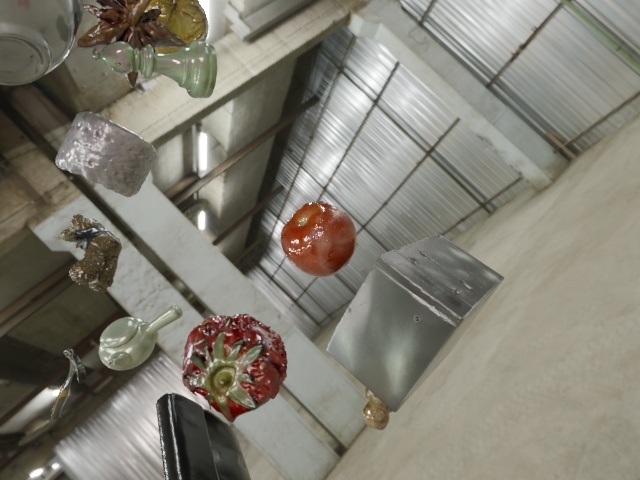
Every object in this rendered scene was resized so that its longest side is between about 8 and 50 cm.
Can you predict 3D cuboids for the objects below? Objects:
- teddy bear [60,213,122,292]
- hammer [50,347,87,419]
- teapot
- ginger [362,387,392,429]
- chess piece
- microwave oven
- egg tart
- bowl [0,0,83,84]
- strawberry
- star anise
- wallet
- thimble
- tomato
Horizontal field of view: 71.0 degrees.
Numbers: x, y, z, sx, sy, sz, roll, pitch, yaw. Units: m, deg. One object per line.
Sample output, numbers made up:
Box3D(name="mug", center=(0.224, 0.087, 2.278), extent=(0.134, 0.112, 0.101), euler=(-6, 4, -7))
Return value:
Box3D(name="teddy bear", center=(-0.637, 0.023, 1.284), extent=(0.129, 0.251, 0.182), euler=(-27, -29, -6))
Box3D(name="hammer", center=(-0.570, 0.335, 1.005), extent=(0.021, 0.078, 0.201), euler=(-12, -42, -57))
Box3D(name="teapot", center=(-0.679, 0.343, 1.682), extent=(0.318, 0.220, 0.149), euler=(-40, -46, -25))
Box3D(name="ginger", center=(0.250, 0.513, 1.586), extent=(0.304, 0.155, 0.244), euler=(-68, -14, 7))
Box3D(name="chess piece", center=(-0.397, -0.426, 1.079), extent=(0.272, 0.139, 0.139), euler=(-3, -30, -31))
Box3D(name="microwave oven", center=(0.266, 0.200, 1.217), extent=(0.432, 0.236, 0.374), euler=(-12, -46, -56))
Box3D(name="egg tart", center=(-0.460, -0.705, 1.457), extent=(0.252, 0.098, 0.231), euler=(-10, -67, -44))
Box3D(name="bowl", center=(-0.640, -0.419, 0.895), extent=(0.346, 0.157, 0.345), euler=(-24, -14, -6))
Box3D(name="strawberry", center=(-0.143, 0.218, 0.815), extent=(0.187, 0.184, 0.201), euler=(-21, -9, 9))
Box3D(name="star anise", center=(-0.535, -0.631, 1.284), extent=(0.349, 0.109, 0.292), euler=(-47, -42, -22))
Box3D(name="wallet", center=(-0.164, 0.443, 0.736), extent=(0.062, 0.228, 0.406), euler=(-39, 36, -4))
Box3D(name="thimble", center=(-0.562, -0.219, 1.171), extent=(0.217, 0.246, 0.157), euler=(34, -101, -51))
Box3D(name="tomato", center=(0.000, 0.000, 1.244), extent=(0.208, 0.184, 0.208), euler=(-25, 40, 22))
